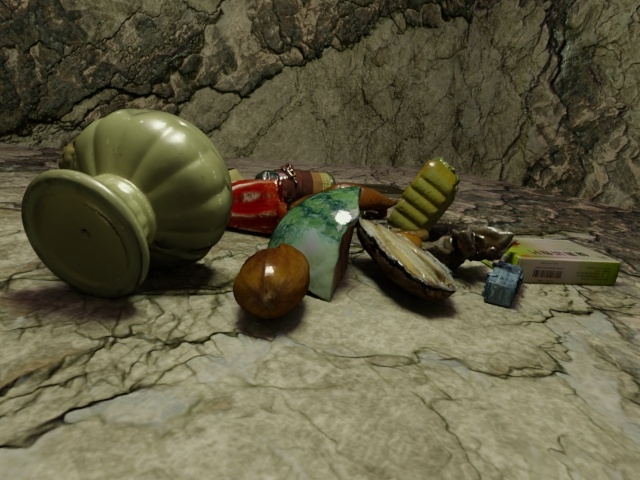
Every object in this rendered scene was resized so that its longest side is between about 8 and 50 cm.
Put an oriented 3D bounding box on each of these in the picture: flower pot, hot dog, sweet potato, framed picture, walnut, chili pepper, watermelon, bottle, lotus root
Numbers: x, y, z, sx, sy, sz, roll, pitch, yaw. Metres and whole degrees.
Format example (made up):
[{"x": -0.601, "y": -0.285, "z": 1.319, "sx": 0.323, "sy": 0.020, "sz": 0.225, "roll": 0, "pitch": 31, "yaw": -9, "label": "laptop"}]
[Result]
[{"x": -0.324, "y": -0.057, "z": 0.752, "sx": 0.307, "sy": 0.307, "sz": 0.244, "roll": 9, "pitch": 30, "yaw": 12, "label": "flower pot"}, {"x": 0.208, "y": -0.001, "z": 1.127, "sx": 0.140, "sy": 0.060, "sz": 0.090, "roll": 7, "pitch": 19, "yaw": -9, "label": "hot dog"}, {"x": 0.080, "y": -0.134, "z": 1.451, "sx": 0.359, "sy": 0.112, "sz": 0.112, "roll": 1, "pitch": 16, "yaw": -10, "label": "sweet potato"}, {"x": 0.291, "y": -0.235, "z": 2.088, "sx": 0.213, "sy": 0.016, "sz": 0.289, "roll": -1, "pitch": 17, "yaw": -21, "label": "framed picture"}, {"x": -0.074, "y": 0.059, "z": 0.719, "sx": 0.115, "sy": 0.116, "sz": 0.207, "roll": 7, "pitch": 16, "yaw": 5, "label": "walnut"}, {"x": -0.207, "y": -0.093, "z": 1.170, "sx": 0.252, "sy": 0.144, "sz": 0.136, "roll": 2, "pitch": 52, "yaw": 10, "label": "chili pepper"}, {"x": 0.000, "y": 0.000, "z": 0.895, "sx": 0.176, "sy": 0.256, "sz": 0.260, "roll": 50, "pitch": 9, "yaw": -2, "label": "watermelon"}, {"x": -0.086, "y": -0.181, "z": 1.499, "sx": 0.271, "sy": 0.156, "sz": 0.143, "roll": 2, "pitch": 20, "yaw": -30, "label": "bottle"}, {"x": 0.160, "y": 0.049, "z": 0.894, "sx": 0.167, "sy": 0.078, "sz": 0.329, "roll": 18, "pitch": 16, "yaw": -15, "label": "lotus root"}]

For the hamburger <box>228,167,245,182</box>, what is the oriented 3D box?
[{"x": -0.343, "y": -0.177, "z": 1.492, "sx": 0.173, "sy": 0.116, "sz": 0.210, "roll": 2, "pitch": 18, "yaw": 18, "label": "hamburger"}]

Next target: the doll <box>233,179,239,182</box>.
[{"x": -0.239, "y": -0.127, "z": 1.340, "sx": 0.115, "sy": 0.105, "sz": 0.221, "roll": -2, "pitch": 18, "yaw": -2, "label": "doll"}]

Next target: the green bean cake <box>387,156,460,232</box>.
[{"x": 0.315, "y": -0.125, "z": 1.310, "sx": 0.124, "sy": 0.233, "sz": 0.236, "roll": 38, "pitch": 22, "yaw": 8, "label": "green bean cake"}]

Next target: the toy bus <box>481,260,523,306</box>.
[{"x": 0.367, "y": 0.084, "z": 0.897, "sx": 0.065, "sy": 0.047, "sz": 0.166, "roll": 16, "pitch": 19, "yaw": 26, "label": "toy bus"}]

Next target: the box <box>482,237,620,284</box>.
[{"x": 0.534, "y": 0.045, "z": 1.068, "sx": 0.260, "sy": 0.062, "sz": 0.175, "roll": 3, "pitch": 16, "yaw": -11, "label": "box"}]

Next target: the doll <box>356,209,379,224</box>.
[{"x": 0.099, "y": -0.069, "z": 1.351, "sx": 0.139, "sy": 0.057, "sz": 0.165, "roll": 0, "pitch": 7, "yaw": -12, "label": "doll"}]

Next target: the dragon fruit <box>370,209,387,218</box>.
[{"x": 0.159, "y": -0.119, "z": 1.528, "sx": 0.131, "sy": 0.063, "sz": 0.097, "roll": 12, "pitch": 16, "yaw": 23, "label": "dragon fruit"}]

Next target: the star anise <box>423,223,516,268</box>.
[{"x": 0.330, "y": 0.015, "z": 0.978, "sx": 0.197, "sy": 0.073, "sz": 0.212, "roll": -6, "pitch": -14, "yaw": -2, "label": "star anise"}]

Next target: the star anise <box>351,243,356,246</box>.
[{"x": -0.015, "y": -0.003, "z": 1.089, "sx": 0.140, "sy": 0.144, "sz": 0.158, "roll": -37, "pitch": -5, "yaw": 17, "label": "star anise"}]
